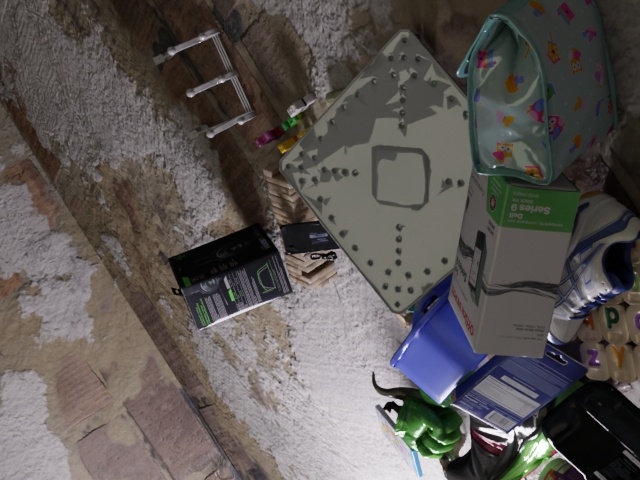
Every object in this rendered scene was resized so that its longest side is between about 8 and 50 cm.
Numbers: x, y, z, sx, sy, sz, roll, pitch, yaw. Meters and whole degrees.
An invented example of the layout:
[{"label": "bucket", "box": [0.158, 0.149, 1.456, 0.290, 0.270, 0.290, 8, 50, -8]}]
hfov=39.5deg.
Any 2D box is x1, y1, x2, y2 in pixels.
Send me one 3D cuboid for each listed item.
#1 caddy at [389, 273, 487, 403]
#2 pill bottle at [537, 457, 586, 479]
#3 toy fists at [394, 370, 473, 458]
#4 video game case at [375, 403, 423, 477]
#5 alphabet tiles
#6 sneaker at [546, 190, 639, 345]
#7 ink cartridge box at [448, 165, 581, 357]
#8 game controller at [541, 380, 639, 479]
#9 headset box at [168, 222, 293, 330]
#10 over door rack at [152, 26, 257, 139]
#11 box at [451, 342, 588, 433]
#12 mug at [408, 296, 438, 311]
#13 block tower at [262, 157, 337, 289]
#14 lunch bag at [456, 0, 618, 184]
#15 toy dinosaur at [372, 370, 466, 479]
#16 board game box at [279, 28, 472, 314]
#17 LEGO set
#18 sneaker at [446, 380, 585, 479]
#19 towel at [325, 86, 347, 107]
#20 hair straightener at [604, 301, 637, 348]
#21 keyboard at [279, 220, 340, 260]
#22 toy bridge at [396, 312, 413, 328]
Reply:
[{"label": "caddy", "box": [0.263, 0.164, 1.752, 0.179, 0.241, 0.341, 43, 147, 13]}, {"label": "pill bottle", "box": [0.542, 0.530, 1.802, 0.194, 0.108, 0.108, 23, 135, 45]}, {"label": "toy fists", "box": [0.260, 0.365, 2.013, 0.142, 0.096, 0.279, 21, 110, 27]}, {"label": "video game case", "box": [0.191, 0.489, 2.172, 0.166, 0.015, 0.119, 46, 159, 45]}, {"label": "alphabet tiles", "box": [0.498, 0.107, 1.514, 0.284, 0.021, 0.277, -5, 98, 57]}, {"label": "sneaker", "box": [0.440, 0.071, 1.466, 0.131, 0.112, 0.296, 41, 135, 41]}, {"label": "ink cartridge box", "box": [0.305, 0.017, 1.442, 0.211, 0.122, 0.289, -101, 16, -68]}, {"label": "game controller", "box": [0.554, 0.395, 1.601, 0.319, 0.067, 0.166, 43, 125, -2]}, {"label": "headset box", "box": [-0.248, 0.093, 2.319, 0.246, 0.283, 0.131, -132, 21, -66]}, {"label": "over door rack", "box": [-0.308, -0.377, 2.223, 0.324, 0.108, 0.239, -3, 114, 57]}, {"label": "box", "box": [0.362, 0.257, 1.620, 0.136, 0.036, 0.225, 31, 126, -16]}, {"label": "mug", "box": [0.215, 0.078, 1.880, 0.158, 0.097, 0.129, 26, 137, 42]}, {"label": "block tower", "box": [-0.045, -0.036, 2.165, 0.097, 0.091, 0.335, 21, 135, 45]}, {"label": "lunch bag", "box": [0.319, -0.246, 1.304, 0.160, 0.223, 0.262, 13, 128, 41]}, {"label": "toy dinosaur", "box": [0.250, 0.429, 2.166, 0.160, 0.121, 0.313, -40, 77, 48]}, {"label": "board game box", "box": [0.159, -0.121, 1.661, 0.390, 0.050, 0.390, -45, 77, 31]}, {"label": "LEGO set", "box": [-0.076, -0.237, 2.022, 0.087, 0.093, 0.227, 57, 150, 2]}, {"label": "sneaker", "box": [0.392, 0.384, 1.852, 0.202, 0.185, 0.482, 54, 140, 21]}, {"label": "towel", "box": [0.070, -0.250, 1.863, 0.110, 0.027, 0.148, -6, 112, 56]}, {"label": "hair straightener", "box": [0.537, 0.140, 1.512, 0.089, 0.047, 0.230, 56, 150, 3]}, {"label": "keyboard", "box": [0.000, 0.000, 2.095, 0.180, 0.023, 0.108, -6, 115, 13]}, {"label": "toy bridge", "box": [0.175, 0.122, 2.013, 0.026, 0.063, 0.188, 19, 132, 48]}]
